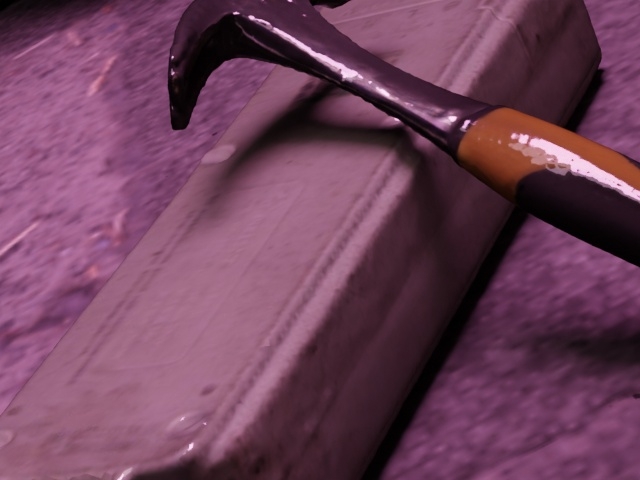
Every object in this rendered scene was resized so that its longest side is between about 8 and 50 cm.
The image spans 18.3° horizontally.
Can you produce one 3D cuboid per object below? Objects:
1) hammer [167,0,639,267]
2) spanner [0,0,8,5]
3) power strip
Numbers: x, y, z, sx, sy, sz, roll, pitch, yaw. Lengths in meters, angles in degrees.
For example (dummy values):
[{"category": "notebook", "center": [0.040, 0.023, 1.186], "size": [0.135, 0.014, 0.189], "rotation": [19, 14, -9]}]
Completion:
[{"category": "hammer", "center": [0.040, -0.020, 0.456], "size": [0.078, 0.021, 0.201], "rotation": [-31, 45, -32]}, {"category": "spanner", "center": [-0.196, -0.085, 0.924], "size": [0.208, 0.012, 0.046], "rotation": [-36, 26, -21]}, {"category": "power strip", "center": [0.000, 0.000, 0.509], "size": [0.078, 0.052, 0.272], "rotation": [-10, 30, 33]}]
